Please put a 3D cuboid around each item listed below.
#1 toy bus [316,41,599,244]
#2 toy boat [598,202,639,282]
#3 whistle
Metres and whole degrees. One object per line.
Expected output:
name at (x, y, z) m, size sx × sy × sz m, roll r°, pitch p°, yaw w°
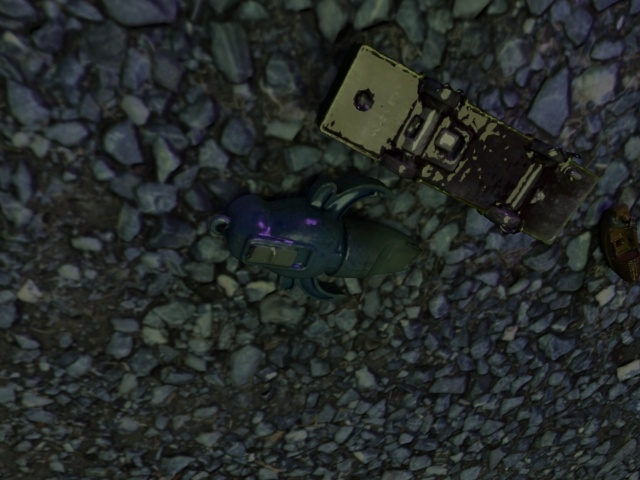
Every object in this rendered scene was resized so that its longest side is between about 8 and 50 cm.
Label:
toy bus at (0.145, -0.109, 0.540) m, size 0.302 × 0.139 × 0.113 m, roll 23°, pitch 109°, yaw -18°
toy boat at (0.459, 0.003, 0.738) m, size 0.047 × 0.049 × 0.149 m, roll -29°, pitch 122°, yaw 1°
whistle at (0.000, 0.000, 0.589) m, size 0.269 × 0.093 × 0.180 m, roll 9°, pitch 122°, yaw -27°
